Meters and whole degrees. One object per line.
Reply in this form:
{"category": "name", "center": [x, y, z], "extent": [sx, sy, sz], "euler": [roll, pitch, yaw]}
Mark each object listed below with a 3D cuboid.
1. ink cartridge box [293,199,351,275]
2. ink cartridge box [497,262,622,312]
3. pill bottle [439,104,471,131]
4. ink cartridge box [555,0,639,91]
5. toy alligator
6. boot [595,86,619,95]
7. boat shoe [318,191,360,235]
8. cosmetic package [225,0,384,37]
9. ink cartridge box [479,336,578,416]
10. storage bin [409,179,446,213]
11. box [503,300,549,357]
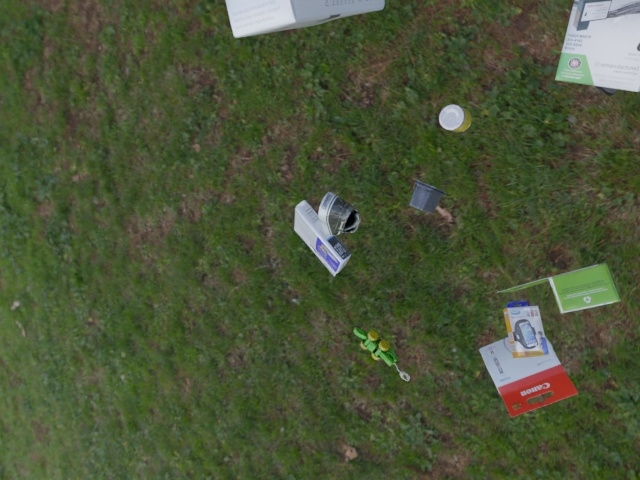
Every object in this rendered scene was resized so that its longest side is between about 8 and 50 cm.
{"category": "ink cartridge box", "center": [0.000, 0.000, 1.338], "extent": [0.206, 0.045, 0.208], "euler": [49, 166, 8]}
{"category": "ink cartridge box", "center": [0.625, 0.141, 1.184], "extent": [0.255, 0.189, 0.097], "euler": [-23, 73, 31]}
{"category": "pill bottle", "center": [0.363, -0.322, 1.206], "extent": [0.065, 0.116, 0.065], "euler": [5, 100, 32]}
{"category": "ink cartridge box", "center": [0.530, -0.387, 0.790], "extent": [0.160, 0.093, 0.219], "euler": [35, 133, 48]}
{"category": "toy alligator", "center": [0.168, 0.287, 1.191], "extent": [0.190, 0.051, 0.056], "euler": [41, 132, 16]}
{"category": "boot", "center": [0.617, -0.441, 0.927], "extent": [0.223, 0.338, 0.118], "euler": [-20, 42, 48]}
{"category": "boat shoe", "center": [0.047, -0.043, 0.981], "extent": [0.070, 0.219, 0.077], "euler": [25, 88, 11]}
{"category": "cosmetic package", "center": [-0.030, -0.389, 0.646], "extent": [0.151, 0.184, 0.151], "euler": [15, 125, 47]}
{"category": "ink cartridge box", "center": [0.577, 0.361, 1.283], "extent": [0.189, 0.232, 0.066], "euler": [-27, 109, 14]}
{"category": "storage bin", "center": [0.366, -0.153, 1.595], "extent": [0.098, 0.135, 0.091], "euler": [29, 102, 32]}
{"category": "box", "center": [0.500, 0.215, 1.109], "extent": [0.028, 0.081, 0.136], "euler": [107, 159, -73]}
